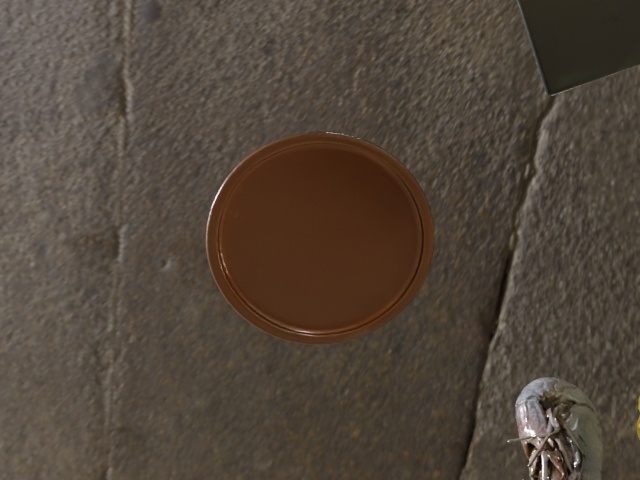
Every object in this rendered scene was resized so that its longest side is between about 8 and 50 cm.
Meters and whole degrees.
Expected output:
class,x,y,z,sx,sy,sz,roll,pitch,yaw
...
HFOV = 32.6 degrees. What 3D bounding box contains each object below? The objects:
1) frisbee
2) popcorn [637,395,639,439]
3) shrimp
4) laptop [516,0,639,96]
class,x,y,z,sx,sy,sz,roll,pitch,yaw
frisbee,0.000,0.000,1.204,0.250,0.021,0.251,-1,112,-1
popcorn,0.595,0.230,1.496,0.325,0.290,0.321,-32,84,40
shrimp,0.344,0.345,1.591,0.145,0.343,0.116,21,137,-17
laptop,0.314,-0.245,1.192,0.180,0.016,0.129,-19,107,9
